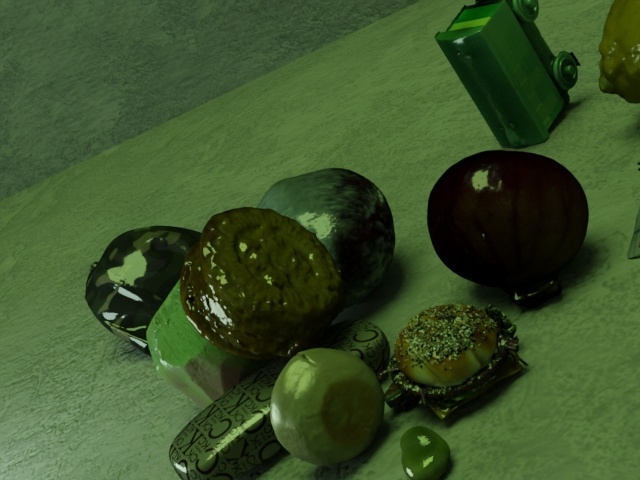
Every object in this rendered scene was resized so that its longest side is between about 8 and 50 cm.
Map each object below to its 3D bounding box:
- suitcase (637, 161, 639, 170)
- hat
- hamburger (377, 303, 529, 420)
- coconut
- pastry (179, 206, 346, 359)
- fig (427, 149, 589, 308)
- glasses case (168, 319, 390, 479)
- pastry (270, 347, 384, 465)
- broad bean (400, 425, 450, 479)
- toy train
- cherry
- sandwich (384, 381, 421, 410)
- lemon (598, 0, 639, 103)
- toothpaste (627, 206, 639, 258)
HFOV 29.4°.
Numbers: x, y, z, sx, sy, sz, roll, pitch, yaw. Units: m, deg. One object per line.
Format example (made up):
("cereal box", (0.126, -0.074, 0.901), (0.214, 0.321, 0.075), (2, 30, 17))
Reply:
("suitcase", (0.519, -0.079, 1.723), (0.059, 0.086, 0.126), (-11, 7, -39))
("hat", (-0.228, 0.020, 2.291), (0.382, 0.257, 0.366), (-42, 18, 20))
("hamburger", (0.173, 0.143, 1.603), (0.190, 0.093, 0.164), (-34, 37, -25))
("coconut", (-0.141, 0.156, 1.858), (0.236, 0.236, 0.204), (-47, -6, -39))
("pastry", (-0.075, 0.058, 1.737), (0.235, 0.132, 0.240), (0, 53, -25))
("fig", (0.264, -0.026, 1.757), (0.235, 0.235, 0.214), (15, 85, 61))
("glasses case", (-0.057, 0.228, 1.737), (0.355, 0.085, 0.137), (-34, 24, -16))
("pastry", (0.010, 0.216, 1.593), (0.156, 0.156, 0.092), (-43, 19, -33))
("broad bean", (0.128, 0.263, 1.492), (0.063, 0.045, 0.083), (-29, 29, 1))
("toy train", (0.350, -0.329, 2.229), (0.120, 0.300, 0.202), (-1, 44, 49))
("cherry", (0.000, 0.000, 2.008), (0.255, 0.218, 0.296), (-23, 26, -3))
("sandwich", (0.126, 0.185, 1.686), (0.067, 0.029, 0.135), (-20, 24, 19))
("lemon", (0.618, -0.354, 1.990), (0.285, 0.286, 0.316), (-111, 40, -69))
("toothpaste", (0.519, -0.025, 1.645), (0.234, 0.057, 0.089), (-8, 53, 47))
